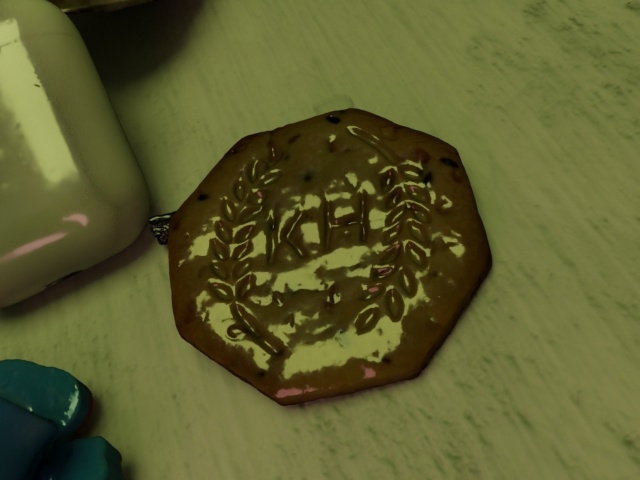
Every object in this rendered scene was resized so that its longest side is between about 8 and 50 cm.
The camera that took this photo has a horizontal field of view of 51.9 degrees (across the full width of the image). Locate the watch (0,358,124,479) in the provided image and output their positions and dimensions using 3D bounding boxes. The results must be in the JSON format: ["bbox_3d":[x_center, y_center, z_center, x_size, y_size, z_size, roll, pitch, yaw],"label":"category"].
[{"bbox_3d":[-0.340,0.193,0.581,0.305,0.274,0.241,11,62,26],"label":"watch"}]

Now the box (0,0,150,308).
[{"bbox_3d":[-0.389,-0.108,0.815,0.289,0.141,0.349,-26,86,4],"label":"box"}]

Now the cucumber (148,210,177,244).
[{"bbox_3d":[-0.126,-0.030,0.799,0.163,0.043,0.039,-11,14,5],"label":"cucumber"}]

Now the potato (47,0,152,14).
[{"bbox_3d":[-0.411,-0.503,0.941,0.385,0.319,0.442,13,36,27],"label":"potato"}]

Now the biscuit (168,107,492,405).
[{"bbox_3d":[-0.001,0.000,0.704,0.359,0.046,0.359,-6,59,10],"label":"biscuit"}]
